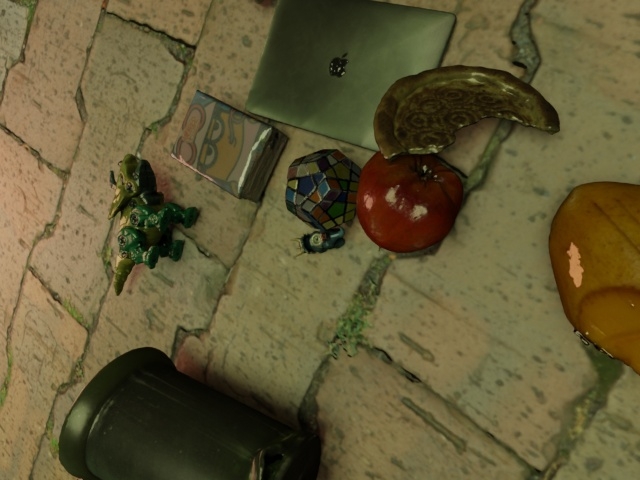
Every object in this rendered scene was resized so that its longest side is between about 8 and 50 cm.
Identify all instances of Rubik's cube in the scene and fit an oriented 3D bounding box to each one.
[{"bbox_3d":[0.004,-0.067,0.546,0.111,0.111,0.093,-12,110,26],"label":"Rubik's cube"}]

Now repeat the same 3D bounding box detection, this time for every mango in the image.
[{"bbox_3d":[0.316,0.050,0.379,0.154,0.126,0.252,-45,65,31],"label":"mango"}]

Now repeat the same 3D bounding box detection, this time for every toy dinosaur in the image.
[{"bbox_3d":[0.000,0.000,0.574,0.083,0.047,0.030,-18,81,27],"label":"toy dinosaur"},{"bbox_3d":[-0.303,-0.005,0.705,0.153,0.094,0.259,24,109,24],"label":"toy dinosaur"}]

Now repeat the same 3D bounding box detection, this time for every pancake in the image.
[{"bbox_3d":[0.150,-0.135,0.459,0.184,0.020,0.190,39,71,25],"label":"pancake"}]

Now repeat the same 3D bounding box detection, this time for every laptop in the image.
[{"bbox_3d":[0.027,-0.237,0.576,0.269,0.015,0.187,23,100,24],"label":"laptop"}]

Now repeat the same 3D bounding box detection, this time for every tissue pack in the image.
[{"bbox_3d":[-0.139,-0.143,0.632,0.155,0.065,0.115,33,102,23],"label":"tissue pack"}]

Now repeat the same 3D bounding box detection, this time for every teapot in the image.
[{"bbox_3d":[-0.162,0.327,0.591,0.337,0.200,0.270,16,121,23],"label":"teapot"}]

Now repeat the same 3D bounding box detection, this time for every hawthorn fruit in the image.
[{"bbox_3d":[0.093,-0.043,0.488,0.140,0.125,0.125,-28,78,30],"label":"hawthorn fruit"}]

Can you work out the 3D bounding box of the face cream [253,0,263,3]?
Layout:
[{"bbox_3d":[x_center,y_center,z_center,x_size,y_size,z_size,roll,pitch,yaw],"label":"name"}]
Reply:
[{"bbox_3d":[-0.033,-0.461,0.566,0.269,0.082,0.082,-45,72,19],"label":"face cream"}]

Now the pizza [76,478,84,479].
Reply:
[{"bbox_3d":[-0.368,0.542,0.726,0.278,0.114,0.409,2,91,25],"label":"pizza"}]
